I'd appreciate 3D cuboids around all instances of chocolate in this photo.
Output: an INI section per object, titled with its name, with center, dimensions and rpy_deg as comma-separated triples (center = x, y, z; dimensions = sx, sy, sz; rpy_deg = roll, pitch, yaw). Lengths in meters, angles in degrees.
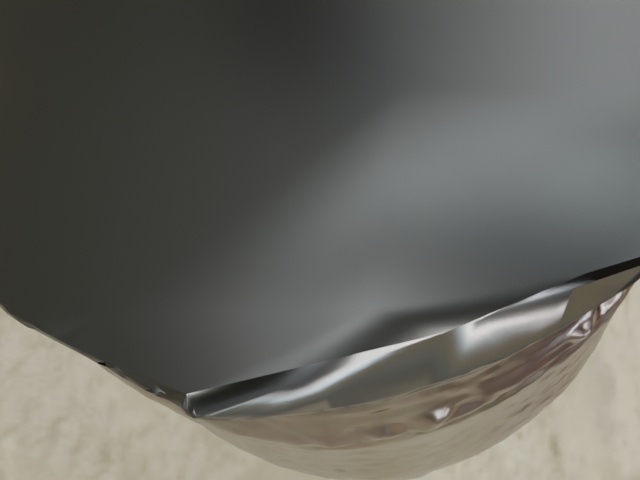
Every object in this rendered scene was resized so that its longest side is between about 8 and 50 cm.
[chocolate]
center = 0.013, -0.018, 0.786
dimensions = 0.331, 0.383, 0.384
rpy_deg = 79, 29, -56
